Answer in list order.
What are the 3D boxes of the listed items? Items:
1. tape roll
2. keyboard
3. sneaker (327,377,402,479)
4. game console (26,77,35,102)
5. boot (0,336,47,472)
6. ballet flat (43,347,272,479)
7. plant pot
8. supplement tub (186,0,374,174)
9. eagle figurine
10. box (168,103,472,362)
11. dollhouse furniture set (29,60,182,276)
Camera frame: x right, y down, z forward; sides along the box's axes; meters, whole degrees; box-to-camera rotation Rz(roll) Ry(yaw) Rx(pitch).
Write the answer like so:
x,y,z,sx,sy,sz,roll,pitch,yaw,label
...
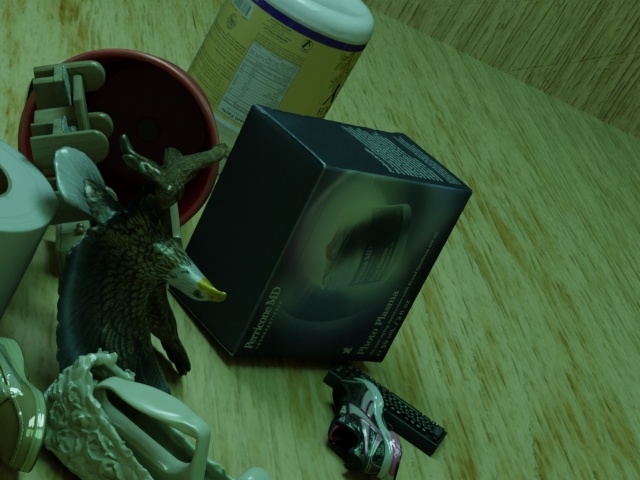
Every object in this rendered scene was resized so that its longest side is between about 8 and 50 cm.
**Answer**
x,y,z,sx,sy,sz,roll,pitch,yaw,label
-0.445,-0.019,1.741,0.246,0.169,0.246,26,23,-12,tape roll
0.088,0.228,2.095,0.180,0.023,0.108,34,22,8,keyboard
0.042,0.235,1.964,0.077,0.072,0.178,8,24,-24,sneaker
-0.394,-0.231,2.383,0.107,0.071,0.122,24,22,-17,game console
-0.377,0.156,1.580,0.165,0.077,0.213,17,21,-32,boot
-0.132,0.262,1.596,0.409,0.147,0.147,37,23,12,ballet flat
-0.263,-0.147,2.160,0.275,0.275,0.243,30,12,-3,plant pot
-0.086,-0.280,2.534,0.241,0.331,0.241,26,23,-12,supplement tub
-0.209,0.045,1.777,0.226,0.298,0.225,2,29,-36,eagle figurine
0.000,0.000,2.085,0.294,0.296,0.183,7,27,-43,box
-0.269,-0.088,1.947,0.161,0.242,0.212,-8,31,-5,dollhouse furniture set
